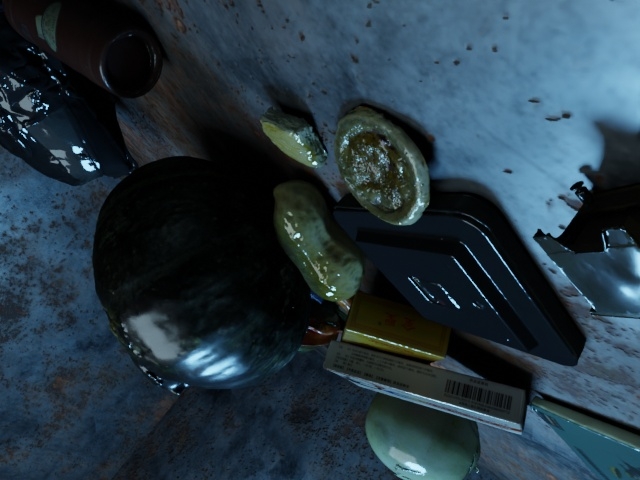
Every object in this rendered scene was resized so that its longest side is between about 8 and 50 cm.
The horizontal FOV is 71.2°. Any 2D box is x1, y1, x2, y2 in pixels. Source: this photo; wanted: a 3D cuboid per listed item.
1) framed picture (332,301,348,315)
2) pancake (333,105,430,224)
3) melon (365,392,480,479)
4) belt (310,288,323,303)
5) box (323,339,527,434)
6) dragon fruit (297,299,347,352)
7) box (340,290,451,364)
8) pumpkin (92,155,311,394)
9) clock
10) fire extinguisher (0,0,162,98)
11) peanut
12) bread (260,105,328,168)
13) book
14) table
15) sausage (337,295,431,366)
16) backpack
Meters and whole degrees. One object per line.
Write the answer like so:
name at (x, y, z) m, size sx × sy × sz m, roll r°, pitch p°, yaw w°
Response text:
framed picture at (0.032, 0.193, 1.319) m, size 0.232 × 0.019 × 0.296 m, roll 27°, pitch 159°, yaw 36°
pancake at (0.062, -0.074, 0.472) m, size 0.139 × 0.022 × 0.139 m, roll 44°, pitch 155°, yaw 27°
melon at (0.289, 0.544, 1.261) m, size 0.330 × 0.268 × 0.268 m, roll 22°, pitch 158°, yaw 26°
belt at (-0.058, 0.076, 1.079) m, size 0.190 × 0.082 × 0.141 m, roll 33°, pitch 167°, yaw 19°
box at (0.205, 0.284, 0.868) m, size 0.354 × 0.069 × 0.214 m, roll 10°, pitch 159°, yaw 29°
dragon fruit at (-0.073, 0.185, 1.143) m, size 0.296 × 0.130 × 0.268 m, roll 25°, pitch -162°, yaw 12°
box at (0.132, 0.185, 0.872) m, size 0.175 × 0.076 × 0.274 m, roll 14°, pitch 160°, yaw 5°
pumpkin at (-0.200, 0.059, 0.832) m, size 0.454 × 0.344 × 0.453 m, roll 159°, pitch 90°, yaw -89°
clock at (0.161, 0.051, 0.585) m, size 0.279 × 0.049 × 0.273 m, roll 46°, pitch 162°, yaw -24°
fire extinguisher at (-0.401, -0.318, 0.666) m, size 0.344 × 0.138 × 0.102 m, roll 32°, pitch 148°, yaw 20°
peanut at (0.000, 0.000, 0.715) m, size 0.120 × 0.110 × 0.236 m, roll 26°, pitch 151°, yaw 51°
bread at (-0.030, -0.125, 0.556) m, size 0.070 × 0.035 × 0.083 m, roll 28°, pitch 167°, yaw 36°
book at (0.530, 0.363, 0.648) m, size 0.264 × 0.031 × 0.379 m, roll 45°, pitch 163°, yaw -17°
table at (0.211, 0.000, 0.300) m, size 0.082 × 0.070 × 0.083 m, roll 46°, pitch 164°, yaw -9°
sausage at (0.149, 0.214, 1.053) m, size 0.348 × 0.053 × 0.053 m, roll 44°, pitch 164°, yaw -16°
backpack at (-0.594, -0.295, 0.952) m, size 0.364 × 0.254 × 0.445 m, roll 24°, pitch 152°, yaw 36°
